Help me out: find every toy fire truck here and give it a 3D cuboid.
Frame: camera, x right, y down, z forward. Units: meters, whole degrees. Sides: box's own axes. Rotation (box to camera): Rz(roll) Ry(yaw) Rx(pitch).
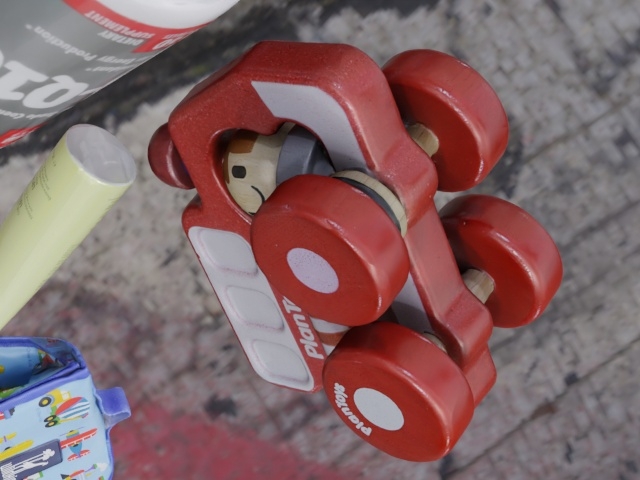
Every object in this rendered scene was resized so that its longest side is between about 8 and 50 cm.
[{"bbox_3d":[0.000,0.000,1.109,0.169,0.254,0.302,-52,132,-33],"label":"toy fire truck"}]

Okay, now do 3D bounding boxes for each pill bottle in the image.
[{"bbox_3d":[-0.177,-0.141,0.894,0.161,0.283,0.161,21,59,-38],"label":"pill bottle"}]

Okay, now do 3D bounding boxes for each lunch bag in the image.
[{"bbox_3d":[-0.313,0.173,1.441,0.293,0.221,0.138,-13,56,-8],"label":"lunch bag"}]

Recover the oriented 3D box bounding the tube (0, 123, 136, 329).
[{"bbox_3d":[-0.227,0.011,1.249,0.062,0.240,0.070,51,34,12],"label":"tube"}]
